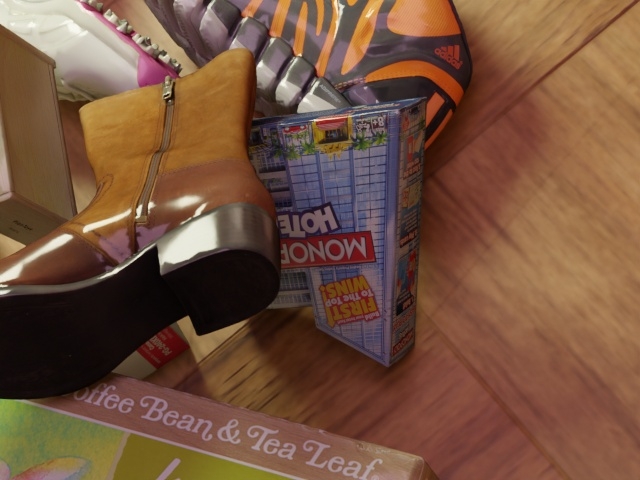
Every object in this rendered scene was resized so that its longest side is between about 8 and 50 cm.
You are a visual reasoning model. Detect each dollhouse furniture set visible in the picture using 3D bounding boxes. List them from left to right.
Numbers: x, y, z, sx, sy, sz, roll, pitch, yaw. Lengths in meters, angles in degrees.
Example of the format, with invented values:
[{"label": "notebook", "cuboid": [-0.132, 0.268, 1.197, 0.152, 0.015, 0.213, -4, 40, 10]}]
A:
[{"label": "dollhouse furniture set", "cuboid": [-0.329, -0.052, 1.340, 0.242, 0.212, 0.161, -20, 67, 18]}]

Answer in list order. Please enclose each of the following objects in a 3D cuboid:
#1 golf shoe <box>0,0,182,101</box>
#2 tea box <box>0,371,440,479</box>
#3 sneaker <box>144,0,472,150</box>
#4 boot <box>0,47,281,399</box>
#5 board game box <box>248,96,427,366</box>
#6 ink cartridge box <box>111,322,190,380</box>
[{"label": "golf shoe", "cuboid": [-0.243, -0.157, 1.451, 0.306, 0.115, 0.140, 31, 88, 33]}, {"label": "tea box", "cuboid": [-0.103, 0.281, 1.153, 0.329, 0.220, 0.323, 12, 71, 21]}, {"label": "sneaker", "cuboid": [-0.009, -0.193, 1.395, 0.321, 0.124, 0.180, 40, 79, 16]}, {"label": "boot", "cuboid": [-0.162, -0.030, 1.191, 0.264, 0.096, 0.280, -23, 36, 8]}, {"label": "board game box", "cuboid": [0.000, 0.000, 1.288, 0.194, 0.060, 0.194, -6, 101, 27]}, {"label": "ink cartridge box", "cuboid": [-0.199, 0.077, 1.355, 0.150, 0.063, 0.109, -34, 63, 0]}]
